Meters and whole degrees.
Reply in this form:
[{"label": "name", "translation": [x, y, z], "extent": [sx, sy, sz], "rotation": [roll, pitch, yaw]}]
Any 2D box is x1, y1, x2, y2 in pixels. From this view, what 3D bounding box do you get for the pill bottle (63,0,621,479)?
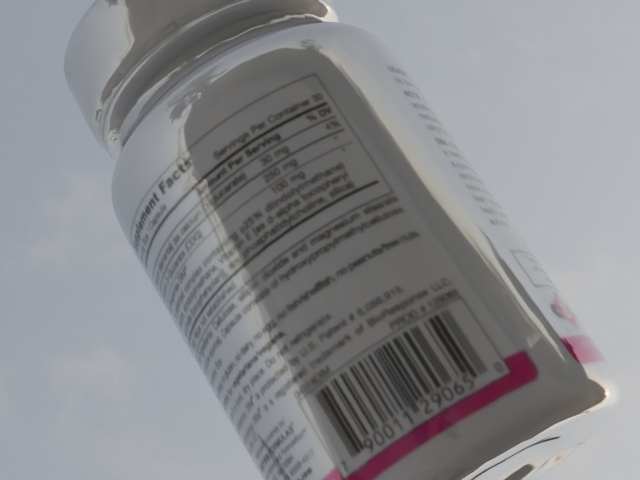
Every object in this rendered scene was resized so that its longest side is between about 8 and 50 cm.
[{"label": "pill bottle", "translation": [0.000, 0.000, 0.666], "extent": [0.160, 0.283, 0.160], "rotation": [-28, -20, -11]}]
